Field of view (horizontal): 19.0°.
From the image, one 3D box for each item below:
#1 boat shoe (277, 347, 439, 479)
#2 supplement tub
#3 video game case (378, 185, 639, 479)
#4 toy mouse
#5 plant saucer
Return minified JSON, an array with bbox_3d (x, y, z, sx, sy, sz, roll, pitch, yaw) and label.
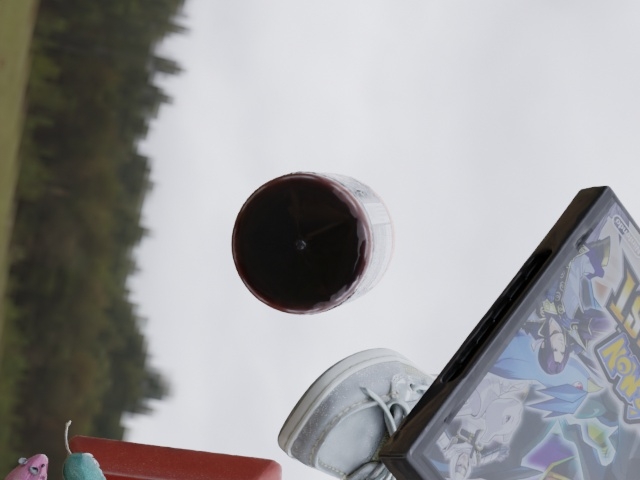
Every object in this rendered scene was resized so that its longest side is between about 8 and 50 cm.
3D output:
[{"bbox_3d":[0.084,0.177,1.722,0.103,0.320,0.118,38,-79,34],"label":"boat shoe"},{"bbox_3d":[0.000,0.000,1.456,0.198,0.106,0.106,-9,113,-81],"label":"supplement tub"},{"bbox_3d":[0.191,0.147,1.255,0.035,0.275,0.248,-7,-143,54],"label":"video game case"},{"bbox_3d":[-0.284,0.258,2.021,0.031,0.161,0.143,37,62,-64],"label":"toy mouse"},{"bbox_3d":[-0.181,0.369,2.214,0.048,0.259,0.258,-42,137,-75],"label":"plant saucer"}]
